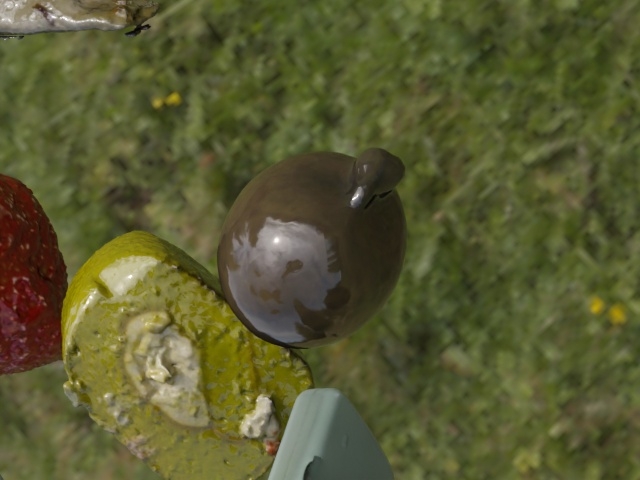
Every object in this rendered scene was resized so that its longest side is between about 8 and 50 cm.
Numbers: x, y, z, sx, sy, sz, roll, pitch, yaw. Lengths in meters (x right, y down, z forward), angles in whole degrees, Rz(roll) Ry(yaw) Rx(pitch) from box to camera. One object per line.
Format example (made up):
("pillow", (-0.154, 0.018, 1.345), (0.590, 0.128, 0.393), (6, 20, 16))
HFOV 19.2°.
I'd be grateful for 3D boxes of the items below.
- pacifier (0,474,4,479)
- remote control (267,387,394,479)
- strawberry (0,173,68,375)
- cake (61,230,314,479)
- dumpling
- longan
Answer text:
("pacifier", (-0.276, 0.171, 0.938), (0.279, 0.207, 0.227), (-12, 99, 36))
("remote control", (-0.013, 0.270, 1.528), (0.056, 0.296, 0.140), (-7, 134, 30))
("strawberry", (-0.379, 0.045, 2.009), (0.277, 0.257, 0.257), (30, 151, -20))
("cake", (-0.140, 0.121, 1.836), (0.260, 0.179, 0.156), (39, 180, -15))
("dumpling", (-0.279, -0.241, 1.750), (0.332, 0.166, 0.086), (5, 119, 25))
("longan", (0.000, 0.000, 1.632), (0.159, 0.185, 0.204), (38, 114, -5))
